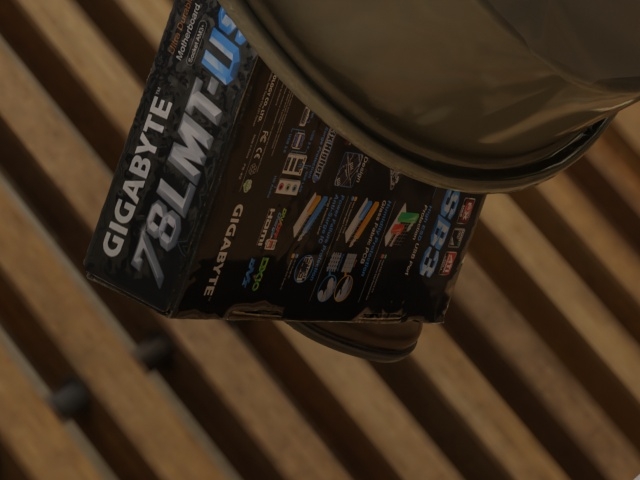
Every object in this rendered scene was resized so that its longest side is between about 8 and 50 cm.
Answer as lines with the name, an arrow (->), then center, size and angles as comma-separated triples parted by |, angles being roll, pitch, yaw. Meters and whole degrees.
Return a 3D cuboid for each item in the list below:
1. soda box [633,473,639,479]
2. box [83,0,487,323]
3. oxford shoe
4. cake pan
soda box -> 0.238, 0.199, 1.201 | 0.091, 0.098, 0.286 | -27, -4, 27
box -> 0.023, -0.098, 1.062 | 0.293, 0.073, 0.295 | 3, -71, -59
oxford shoe -> 0.000, 0.000, 1.238 | 0.096, 0.227, 0.083 | -30, 32, 33
cake pan -> 0.047, -0.161, 0.538 | 0.054, 0.293, 0.293 | -10, 7, 37
